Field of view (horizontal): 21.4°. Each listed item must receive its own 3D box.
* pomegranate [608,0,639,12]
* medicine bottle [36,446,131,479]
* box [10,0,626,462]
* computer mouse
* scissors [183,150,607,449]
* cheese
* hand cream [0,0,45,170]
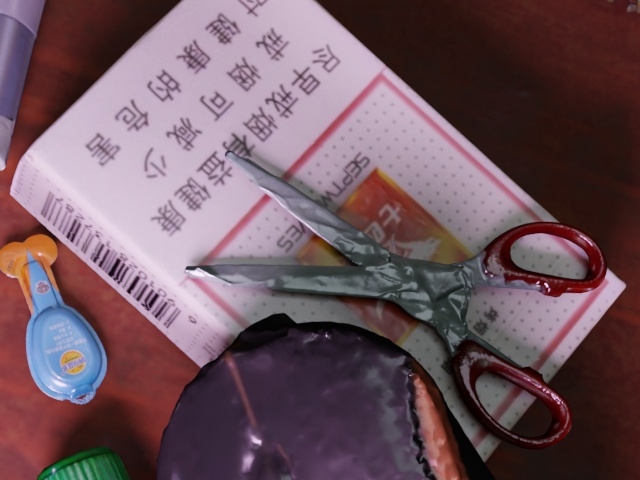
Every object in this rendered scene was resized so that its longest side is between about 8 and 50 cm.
[{"bbox_3d":[0.251,-0.275,1.186,0.179,0.179,0.210,45,79,1],"label":"pomegranate"},{"bbox_3d":[-0.083,0.262,0.955,0.111,0.076,0.309,-32,75,21],"label":"medicine bottle"},{"bbox_3d":[0.000,0.000,1.061,0.330,0.095,0.210,42,67,1],"label":"box"},{"bbox_3d":[0.032,0.193,0.945,0.323,0.183,0.116,58,22,-8],"label":"computer mouse"},{"bbox_3d":[0.047,0.024,1.010,0.248,0.017,0.144,20,69,-9],"label":"scissors"},{"bbox_3d":[-0.164,0.049,1.038,0.047,0.017,0.111,-17,78,-24],"label":"cheese"},{"bbox_3d":[-0.205,-0.168,1.081,0.079,0.048,0.255,14,67,-18],"label":"hand cream"}]
